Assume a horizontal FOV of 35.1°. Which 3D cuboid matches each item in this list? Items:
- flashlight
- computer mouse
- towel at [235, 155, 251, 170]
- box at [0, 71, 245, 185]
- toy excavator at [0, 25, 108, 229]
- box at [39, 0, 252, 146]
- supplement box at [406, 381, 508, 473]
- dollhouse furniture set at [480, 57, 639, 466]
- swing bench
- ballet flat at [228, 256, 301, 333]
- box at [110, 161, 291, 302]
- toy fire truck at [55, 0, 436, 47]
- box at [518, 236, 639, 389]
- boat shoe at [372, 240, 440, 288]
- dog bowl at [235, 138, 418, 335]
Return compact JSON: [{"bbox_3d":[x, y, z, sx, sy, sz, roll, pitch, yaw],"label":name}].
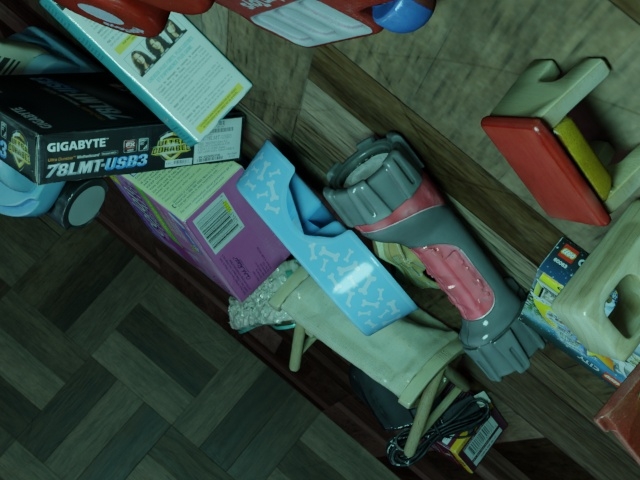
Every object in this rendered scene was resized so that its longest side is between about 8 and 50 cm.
[{"bbox_3d":[0.127,0.027,1.078,0.304,0.103,0.103,52,-157,-23],"label":"flashlight"},{"bbox_3d":[0.136,0.238,1.662,0.272,0.188,0.072,44,155,53],"label":"computer mouse"},{"bbox_3d":[-0.132,-0.105,1.532,0.067,0.029,0.119,42,166,-1],"label":"towel"},{"bbox_3d":[-0.301,-0.160,1.337,0.295,0.293,0.073,28,118,45],"label":"box"},{"bbox_3d":[-0.454,-0.235,1.513,0.222,0.433,0.445,36,-167,18],"label":"toy excavator"},{"bbox_3d":[-0.204,-0.230,1.193,0.244,0.100,0.060,45,166,-13],"label":"box"},{"bbox_3d":[0.205,0.294,1.707,0.188,0.104,0.081,26,161,47],"label":"supplement box"},{"bbox_3d":[0.267,0.055,0.717,0.374,0.152,0.201,47,165,-25],"label":"dollhouse furniture set"},{"bbox_3d":[0.082,0.155,1.502,0.253,0.165,0.255,36,160,22],"label":"swing bench"},{"bbox_3d":[-0.091,0.094,1.896,0.147,0.147,0.409,43,163,-10],"label":"ballet flat"},{"bbox_3d":[-0.192,-0.056,1.534,0.243,0.117,0.213,35,163,37],"label":"box"},{"bbox_3d":[-0.049,-0.223,0.753,0.254,0.169,0.302,20,176,-25],"label":"toy fire truck"},{"bbox_3d":[0.308,0.106,0.986,0.233,0.044,0.159,37,165,16],"label":"box"},{"bbox_3d":[0.115,0.009,1.185,0.072,0.068,0.190,20,168,24],"label":"boat shoe"},{"bbox_3d":[0.000,0.000,1.268,0.297,0.074,0.166,49,-179,26],"label":"dog bowl"}]
